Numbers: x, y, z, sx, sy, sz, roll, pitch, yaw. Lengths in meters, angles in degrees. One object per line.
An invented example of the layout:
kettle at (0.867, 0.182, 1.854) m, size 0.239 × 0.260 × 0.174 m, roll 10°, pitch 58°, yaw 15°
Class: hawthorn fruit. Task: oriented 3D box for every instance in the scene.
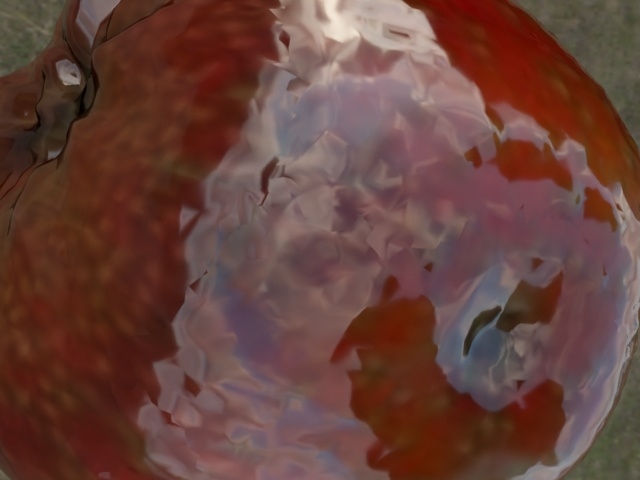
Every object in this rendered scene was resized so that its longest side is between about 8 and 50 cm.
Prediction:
hawthorn fruit at (0.000, 0.000, 0.462) m, size 0.299 × 0.275 × 0.275 m, roll 12°, pitch 92°, yaw -15°
